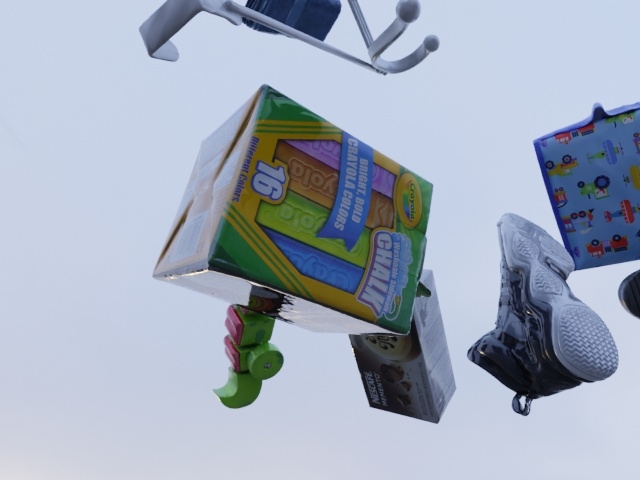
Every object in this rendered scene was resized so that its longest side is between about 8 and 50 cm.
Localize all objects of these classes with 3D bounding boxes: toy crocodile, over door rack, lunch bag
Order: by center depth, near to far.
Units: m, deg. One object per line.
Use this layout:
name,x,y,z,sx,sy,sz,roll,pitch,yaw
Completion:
over door rack,-0.023,-0.272,0.393,0.108,0.239,0.324,-27,-6,43
toy crocodile,-0.121,0.136,0.815,0.105,0.115,0.340,-1,-67,-34
lunch bag,0.547,-0.113,0.865,0.221,0.138,0.293,-16,-71,31

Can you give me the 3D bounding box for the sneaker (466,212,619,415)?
sneaker,0.253,0.086,0.600,0.101,0.268,0.153,21,-52,-16

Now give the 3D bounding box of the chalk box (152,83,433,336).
chalk box,0.000,0.000,0.519,0.289,0.179,0.180,24,-20,-30

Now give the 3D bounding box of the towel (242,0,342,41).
towel,-0.034,-0.286,0.576,0.119,0.029,0.067,-6,-24,-37

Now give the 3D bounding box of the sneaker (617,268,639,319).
sneaker,0.657,0.086,0.845,0.331,0.122,0.146,-8,-7,-14

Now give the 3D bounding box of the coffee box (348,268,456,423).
coffee box,0.163,0.213,0.963,0.168,0.119,0.297,0,-65,37
